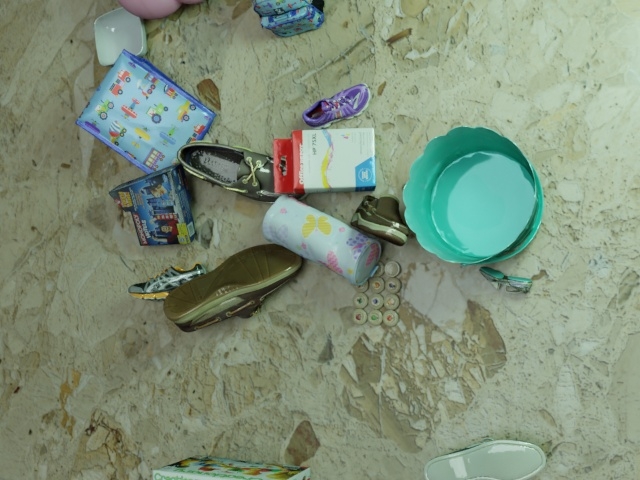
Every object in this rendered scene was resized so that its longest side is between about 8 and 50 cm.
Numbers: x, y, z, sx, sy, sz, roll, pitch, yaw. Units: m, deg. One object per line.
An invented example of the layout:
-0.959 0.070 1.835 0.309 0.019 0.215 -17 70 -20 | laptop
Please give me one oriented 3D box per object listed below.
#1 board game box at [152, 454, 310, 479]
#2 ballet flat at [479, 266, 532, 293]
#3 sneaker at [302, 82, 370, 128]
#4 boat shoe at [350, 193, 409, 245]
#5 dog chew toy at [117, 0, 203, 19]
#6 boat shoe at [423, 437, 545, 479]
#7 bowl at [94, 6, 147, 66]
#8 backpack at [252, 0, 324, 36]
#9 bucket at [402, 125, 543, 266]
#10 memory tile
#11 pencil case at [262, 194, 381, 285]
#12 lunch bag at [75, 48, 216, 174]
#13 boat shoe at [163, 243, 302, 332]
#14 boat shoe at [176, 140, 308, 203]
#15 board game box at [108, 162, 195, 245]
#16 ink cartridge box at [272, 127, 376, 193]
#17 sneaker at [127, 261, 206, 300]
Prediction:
-0.198 0.539 1.851 0.305 0.193 0.053 0 87 21 | board game box
0.387 0.088 1.732 0.114 0.041 0.041 16 92 23 | ballet flat
0.036 -0.305 1.880 0.169 0.071 0.068 -27 77 17 | sneaker
0.128 -0.056 1.741 0.095 0.257 0.095 23 92 -18 | boat shoe
-0.341 -0.661 1.996 0.331 0.206 0.207 -10 83 13 | dog chew toy
0.342 0.463 1.701 0.254 0.079 0.095 -22 81 21 | boat shoe
-0.508 -0.523 2.123 0.142 0.053 0.142 -13 82 21 | bowl
-0.085 -0.554 1.890 0.158 0.173 0.117 -7 84 20 | backpack
0.321 -0.085 1.691 0.281 0.183 0.281 -1 87 22 | bucket
0.125 0.118 1.847 0.113 0.012 0.148 1 87 22 | memory tile
0.000 0.000 1.837 0.273 0.124 0.113 26 63 25 | pencil case
-0.414 -0.293 2.040 0.293 0.138 0.221 37 98 8 | lunch bag
-0.192 0.121 1.927 0.342 0.123 0.123 -27 45 -1 | boat shoe
-0.181 -0.163 1.929 0.324 0.096 0.117 17 93 14 | boat shoe
-0.415 -0.087 2.024 0.194 0.060 0.194 -1 114 21 | board game box
0.007 -0.177 1.841 0.230 0.078 0.134 -2 85 1 | ink cartridge box
-0.370 0.104 2.014 0.214 0.084 0.083 -7 84 11 | sneaker
